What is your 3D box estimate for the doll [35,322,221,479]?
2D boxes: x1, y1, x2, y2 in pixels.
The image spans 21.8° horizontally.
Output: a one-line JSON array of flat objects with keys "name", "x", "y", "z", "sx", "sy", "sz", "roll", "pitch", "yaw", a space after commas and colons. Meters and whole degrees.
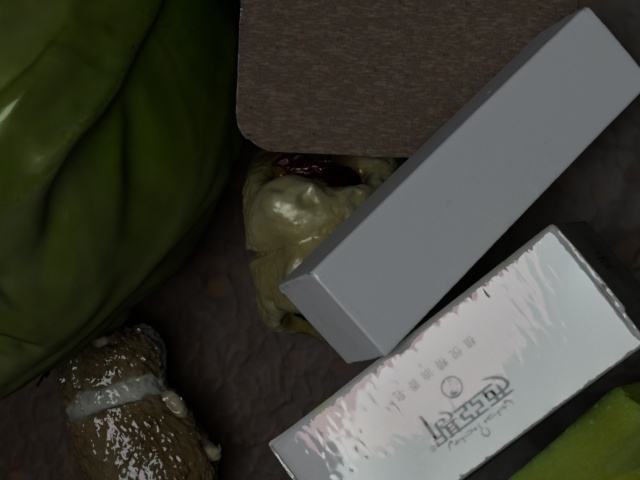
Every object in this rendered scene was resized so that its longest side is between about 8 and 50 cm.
[{"name": "doll", "x": -0.137, "y": 0.167, "z": 1.327, "sx": 0.115, "sy": 0.105, "sz": 0.221, "roll": -32, "pitch": 91, "yaw": -28}]

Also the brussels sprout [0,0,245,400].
[{"name": "brussels sprout", "x": -0.235, "y": -0.130, "z": 1.222, "sx": 0.361, "sy": 0.342, "sz": 0.425, "roll": -34, "pitch": 97, "yaw": -4}]

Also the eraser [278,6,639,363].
[{"name": "eraser", "x": 0.106, "y": -0.041, "z": 1.185, "sx": 0.298, "sy": 0.076, "sz": 0.078, "roll": -44, "pitch": 97, "yaw": -20}]

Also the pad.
[{"name": "pad", "x": 0.069, "y": -0.149, "z": 1.243, "sx": 0.266, "sy": 0.002, "sz": 0.176, "roll": 2, "pitch": 91, "yaw": -15}]

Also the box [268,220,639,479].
[{"name": "box", "x": 0.114, "y": 0.102, "z": 1.208, "sx": 0.260, "sy": 0.194, "sz": 0.111, "roll": -37, "pitch": 82, "yaw": 12}]

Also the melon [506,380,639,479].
[{"name": "melon", "x": 0.259, "y": 0.242, "z": 1.139, "sx": 0.196, "sy": 0.124, "sz": 0.323, "roll": -47, "pitch": 46, "yaw": 5}]

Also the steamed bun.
[{"name": "steamed bun", "x": 0.000, "y": 0.000, "z": 1.257, "sx": 0.141, "sy": 0.155, "sz": 0.172, "roll": -10, "pitch": 90, "yaw": 14}]
